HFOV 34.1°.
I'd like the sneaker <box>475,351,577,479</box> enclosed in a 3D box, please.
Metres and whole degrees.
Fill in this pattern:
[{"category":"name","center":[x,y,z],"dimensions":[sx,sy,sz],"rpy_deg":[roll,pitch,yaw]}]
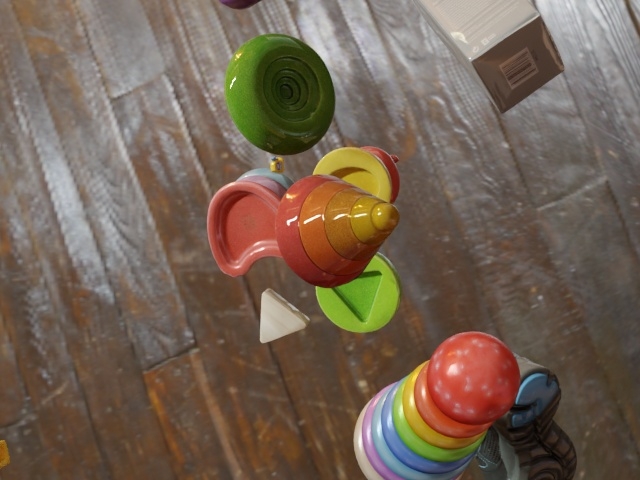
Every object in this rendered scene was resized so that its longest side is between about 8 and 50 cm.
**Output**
[{"category":"sneaker","center":[0.259,0.261,1.420],"dimensions":[0.139,0.125,0.341],"rpy_deg":[37,150,43]}]

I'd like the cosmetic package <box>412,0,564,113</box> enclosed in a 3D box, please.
[{"category":"cosmetic package","center":[0.184,-0.284,1.279],"dimensions":[0.107,0.127,0.238],"rpy_deg":[-34,56,10]}]

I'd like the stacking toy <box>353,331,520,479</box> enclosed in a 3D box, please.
[{"category":"stacking toy","center":[0.125,0.181,1.108],"dimensions":[0.141,0.330,0.141],"rpy_deg":[3,66,-6]}]

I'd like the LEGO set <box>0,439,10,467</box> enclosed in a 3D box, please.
[{"category":"LEGO set","center":[-0.224,0.045,0.439],"dimensions":[0.107,0.132,0.287],"rpy_deg":[-12,126,12]}]

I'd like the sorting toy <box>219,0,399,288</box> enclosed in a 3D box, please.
[{"category":"sorting toy","center":[-0.004,-0.133,1.026],"dimensions":[0.126,0.127,0.365],"rpy_deg":[-11,99,57]}]

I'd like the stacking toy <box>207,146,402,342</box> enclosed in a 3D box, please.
[{"category":"stacking toy","center":[0.000,0.000,1.610],"dimensions":[0.309,0.130,0.279],"rpy_deg":[-11,102,23]}]

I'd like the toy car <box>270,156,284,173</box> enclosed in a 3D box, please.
[{"category":"toy car","center":[-0.034,-0.145,1.437],"dimensions":[0.060,0.040,0.122],"rpy_deg":[14,103,17]}]
